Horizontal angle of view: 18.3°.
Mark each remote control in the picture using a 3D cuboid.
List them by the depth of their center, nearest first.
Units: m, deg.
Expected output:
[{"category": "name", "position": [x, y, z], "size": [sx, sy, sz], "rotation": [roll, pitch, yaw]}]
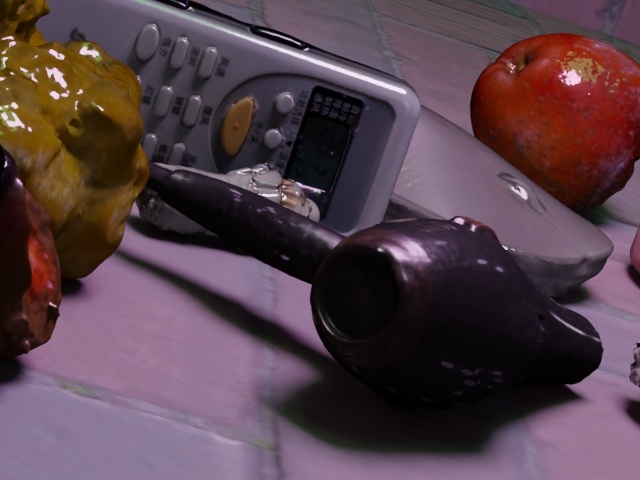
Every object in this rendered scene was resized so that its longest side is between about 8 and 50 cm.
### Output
[{"category": "remote control", "position": [-0.082, -0.097, 1.445], "size": [0.296, 0.140, 0.056], "rotation": [19, 11, -4]}]

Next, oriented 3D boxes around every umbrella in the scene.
[{"category": "umbrella", "position": [-0.061, -0.022, 1.379], "size": [0.143, 0.062, 0.067], "rotation": [7, -11, -37]}]

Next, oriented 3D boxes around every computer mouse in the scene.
[{"category": "computer mouse", "position": [0.085, -0.054, 1.610], "size": [0.331, 0.095, 0.197], "rotation": [29, 22, 33]}]

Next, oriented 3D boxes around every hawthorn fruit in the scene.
[{"category": "hawthorn fruit", "position": [0.225, -0.115, 1.860], "size": [0.173, 0.173, 0.173], "rotation": [18, 15, -5]}]

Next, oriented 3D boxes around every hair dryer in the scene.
[{"category": "hair dryer", "position": [0.000, 0.000, 1.260], "size": [0.359, 0.120, 0.304], "rotation": [27, 8, 28]}]

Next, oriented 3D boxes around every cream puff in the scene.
[{"category": "cream puff", "position": [-0.223, -0.092, 1.170], "size": [0.282, 0.185, 0.282], "rotation": [22, 13, -5]}]

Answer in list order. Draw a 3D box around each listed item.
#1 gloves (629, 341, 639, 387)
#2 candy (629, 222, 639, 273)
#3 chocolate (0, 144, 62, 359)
[{"category": "gloves", "position": [0.280, 0.098, 1.333], "size": [0.153, 0.070, 0.114], "rotation": [15, 15, -9]}, {"category": "candy", "position": [0.389, 0.026, 1.691], "size": [0.255, 0.094, 0.255], "rotation": [19, 14, -5]}, {"category": "chocolate", "position": [-0.178, 0.008, 1.003], "size": [0.127, 0.133, 0.124], "rotation": [4, 51, 27]}]
